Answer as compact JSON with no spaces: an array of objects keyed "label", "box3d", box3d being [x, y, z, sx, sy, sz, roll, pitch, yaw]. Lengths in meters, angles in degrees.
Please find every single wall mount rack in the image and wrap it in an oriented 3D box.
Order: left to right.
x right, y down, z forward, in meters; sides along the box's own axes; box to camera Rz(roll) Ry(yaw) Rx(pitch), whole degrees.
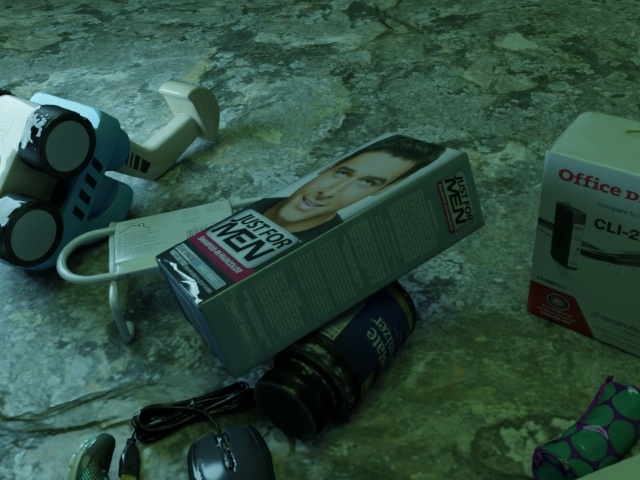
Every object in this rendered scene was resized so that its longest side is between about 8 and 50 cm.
[{"label":"wall mount rack","box3d":[-0.215,0.004,1.088,0.350,0.130,0.304,-11,42,-7]}]

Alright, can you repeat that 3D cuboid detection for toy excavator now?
[{"label":"toy excavator","box3d":[-0.395,-0.141,1.237,0.222,0.445,0.433,18,85,27]}]

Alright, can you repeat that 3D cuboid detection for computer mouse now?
[{"label":"computer mouse","box3d":[-0.140,0.263,0.792,0.184,0.060,0.262,-13,38,-10]}]

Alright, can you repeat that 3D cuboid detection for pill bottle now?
[{"label":"pill bottle","box3d":[0.019,0.140,0.876,0.123,0.123,0.219,20,45,29]}]

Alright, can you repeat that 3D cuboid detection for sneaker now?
[{"label":"sneaker","box3d":[-0.251,0.295,0.772,0.076,0.065,0.166,5,48,8]}]

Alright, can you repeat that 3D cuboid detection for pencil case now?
[{"label":"pencil case","box3d":[0.305,0.221,0.779,0.152,0.064,0.070,-30,69,-28]}]

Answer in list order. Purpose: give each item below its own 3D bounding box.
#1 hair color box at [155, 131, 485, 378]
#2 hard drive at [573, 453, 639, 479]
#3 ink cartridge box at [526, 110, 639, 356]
[{"label":"hair color box","box3d":[0.000,0.000,0.887,0.374,0.113,0.185,-29,28,-17]},{"label":"hard drive","box3d":[0.381,0.302,0.608,0.203,0.040,0.307,-10,24,-25]},{"label":"ink cartridge box","box3d":[0.386,-0.002,0.883,0.197,0.273,0.114,23,46,32]}]
